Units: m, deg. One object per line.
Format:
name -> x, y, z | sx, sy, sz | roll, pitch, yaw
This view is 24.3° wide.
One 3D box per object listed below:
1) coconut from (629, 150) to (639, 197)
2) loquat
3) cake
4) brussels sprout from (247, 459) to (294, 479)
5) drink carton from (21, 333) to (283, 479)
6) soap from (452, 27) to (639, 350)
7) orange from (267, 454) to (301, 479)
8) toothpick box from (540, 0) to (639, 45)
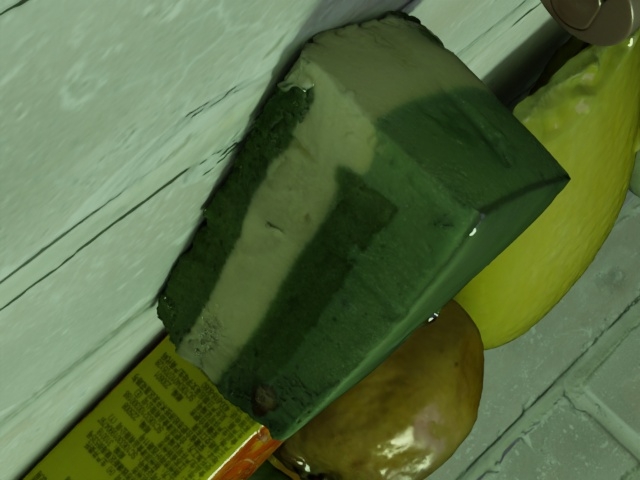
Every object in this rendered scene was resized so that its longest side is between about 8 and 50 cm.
coconut -> 0.520, -0.155, 1.882 | 0.352, 0.352, 0.352 | -44, 169, -11
loquat -> 0.046, 0.138, 1.437 | 0.238, 0.238, 0.193 | -43, 127, -15
cake -> -0.003, 0.004, 0.935 | 0.283, 0.158, 0.172 | -46, 169, 14
brussels sprout -> -0.123, 0.288, 1.352 | 0.271, 0.219, 0.210 | 20, 98, -56
drink carton -> -0.170, 0.213, 1.163 | 0.351, 0.111, 0.154 | -44, 168, -2
soap -> 0.229, -0.057, 1.529 | 0.306, 0.115, 0.427 | -47, 153, -27
orange -> -0.017, 0.276, 1.807 | 0.237, 0.158, 0.179 | -45, 170, -9
toothpick box -> 0.244, -0.230, 1.131 | 0.149, 0.098, 0.098 | -42, 168, -22
